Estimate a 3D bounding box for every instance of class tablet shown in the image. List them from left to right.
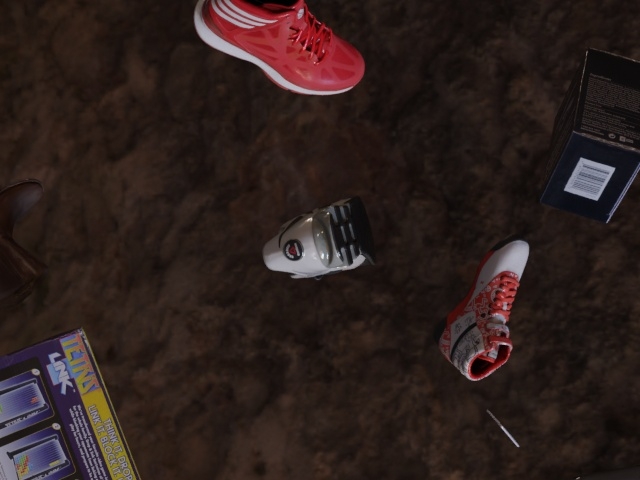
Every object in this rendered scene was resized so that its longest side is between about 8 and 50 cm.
[{"bbox_3d":[0.353,0.363,1.639,0.083,0.006,0.054,49,0,-36],"label":"tablet"}]

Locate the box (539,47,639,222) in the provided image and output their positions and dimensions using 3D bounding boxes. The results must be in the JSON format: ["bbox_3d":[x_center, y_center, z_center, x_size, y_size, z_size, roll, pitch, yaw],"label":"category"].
[{"bbox_3d":[0.410,-0.157,1.254,0.153,0.108,0.207,100,10,-52],"label":"box"}]

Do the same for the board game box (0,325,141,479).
[{"bbox_3d":[-0.227,0.172,0.668,0.170,0.141,0.048,69,-24,4],"label":"board game box"}]

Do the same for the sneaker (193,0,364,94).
[{"bbox_3d":[-0.023,-0.230,0.959,0.128,0.221,0.087,-6,-105,61],"label":"sneaker"}]

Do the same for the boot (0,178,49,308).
[{"bbox_3d":[-0.268,0.002,0.757,0.114,0.106,0.037,34,-24,35],"label":"boot"}]

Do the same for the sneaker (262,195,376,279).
[{"bbox_3d":[0.000,0.000,1.391,0.330,0.146,0.123,2,73,-72],"label":"sneaker"}]

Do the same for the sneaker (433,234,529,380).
[{"bbox_3d":[0.327,0.131,1.561,0.270,0.090,0.145,-56,-146,15],"label":"sneaker"}]

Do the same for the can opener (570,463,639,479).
[{"bbox_3d":[0.398,0.388,1.229,0.076,0.283,0.095,49,29,-70],"label":"can opener"}]
